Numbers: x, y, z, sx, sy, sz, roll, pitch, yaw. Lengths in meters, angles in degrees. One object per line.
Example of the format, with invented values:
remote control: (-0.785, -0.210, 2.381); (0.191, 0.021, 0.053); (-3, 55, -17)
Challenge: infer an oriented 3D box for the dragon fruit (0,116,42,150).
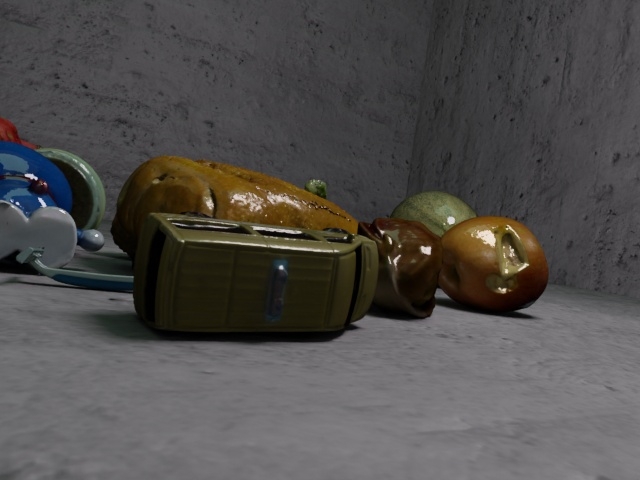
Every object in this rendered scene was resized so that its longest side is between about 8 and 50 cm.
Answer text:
dragon fruit: (-0.585, -0.144, 0.951); (0.134, 0.262, 0.211); (9, 11, 14)

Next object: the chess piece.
chess piece: (-0.480, -0.074, 0.975); (0.176, 0.176, 0.298); (8, 1, -18)

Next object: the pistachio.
pistachio: (0.118, 0.030, 0.760); (0.130, 0.165, 0.210); (-34, 3, 13)

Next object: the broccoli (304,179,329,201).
broccoli: (-0.006, -0.062, 1.557); (0.165, 0.304, 0.145); (-19, 51, -12)

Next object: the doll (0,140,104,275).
doll: (-0.407, -0.033, 0.697); (0.215, 0.161, 0.257); (23, 9, -35)

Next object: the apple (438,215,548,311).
apple: (0.291, 0.041, 0.925); (0.199, 0.199, 0.199); (8, 1, 0)

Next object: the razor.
razor: (-0.230, 0.038, 0.590); (0.191, 0.037, 0.068); (10, -4, -19)

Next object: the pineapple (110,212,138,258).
pineapple: (-0.280, -0.023, 1.043); (0.119, 0.130, 0.277); (50, 12, 12)

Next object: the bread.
bread: (-0.127, -0.043, 0.824); (0.337, 0.148, 0.328); (8, 17, -42)

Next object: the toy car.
toy car: (-0.038, 0.036, 0.501); (0.256, 0.101, 0.124); (5, 7, -31)

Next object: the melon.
melon: (0.295, -0.006, 1.356); (0.248, 0.248, 0.329); (8, 3, -8)
